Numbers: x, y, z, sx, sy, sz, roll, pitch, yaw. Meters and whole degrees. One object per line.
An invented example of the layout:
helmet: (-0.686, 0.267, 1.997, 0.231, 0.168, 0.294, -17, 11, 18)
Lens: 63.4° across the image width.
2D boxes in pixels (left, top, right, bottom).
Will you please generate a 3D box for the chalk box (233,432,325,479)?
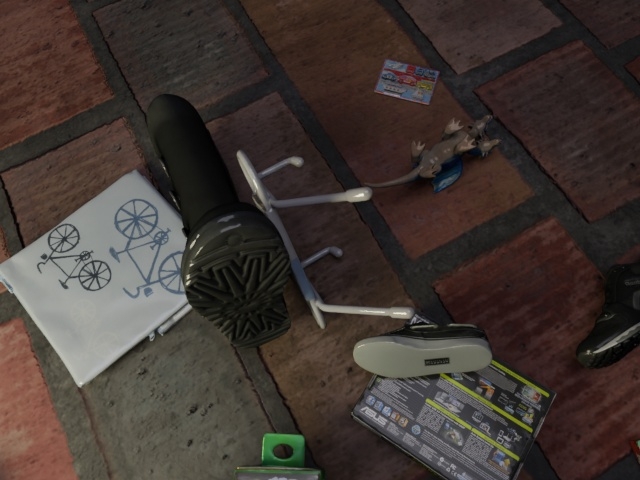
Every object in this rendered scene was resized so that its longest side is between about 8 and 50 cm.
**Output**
chalk box: (-0.060, 0.407, 0.785, 0.132, 0.132, 0.213, 1, 66, 4)

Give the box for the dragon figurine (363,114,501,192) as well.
dragon figurine: (0.236, -0.156, 1.036, 0.289, 0.144, 0.085, -36, 71, 8)

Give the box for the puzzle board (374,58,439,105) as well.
puzzle board: (0.195, -0.358, 1.165, 0.128, 0.011, 0.097, 16, 68, 10)

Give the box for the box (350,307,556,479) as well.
box: (0.218, 0.276, 0.867, 0.270, 0.060, 0.216, 30, 71, 14)

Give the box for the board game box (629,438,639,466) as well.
board game box: (0.611, 0.439, 0.799, 0.144, 0.027, 0.282, -12, 67, -4)

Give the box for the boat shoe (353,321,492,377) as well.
boat shoe: (0.164, 0.174, 0.847, 0.219, 0.078, 0.070, -1, 32, 6)

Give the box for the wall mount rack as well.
wall mount rack: (0.000, 0.000, 0.833, 0.130, 0.350, 0.304, -28, 26, -8)

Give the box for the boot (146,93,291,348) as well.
boot: (-0.186, -0.085, 0.853, 0.146, 0.367, 0.446, -16, 61, -12)

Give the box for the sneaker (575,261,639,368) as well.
sneaker: (0.536, 0.113, 0.916, 0.283, 0.107, 0.124, -30, 54, -14)

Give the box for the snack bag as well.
snack bag: (-0.395, 0.063, 0.992, 0.342, 0.037, 0.323, -41, 72, -17)
